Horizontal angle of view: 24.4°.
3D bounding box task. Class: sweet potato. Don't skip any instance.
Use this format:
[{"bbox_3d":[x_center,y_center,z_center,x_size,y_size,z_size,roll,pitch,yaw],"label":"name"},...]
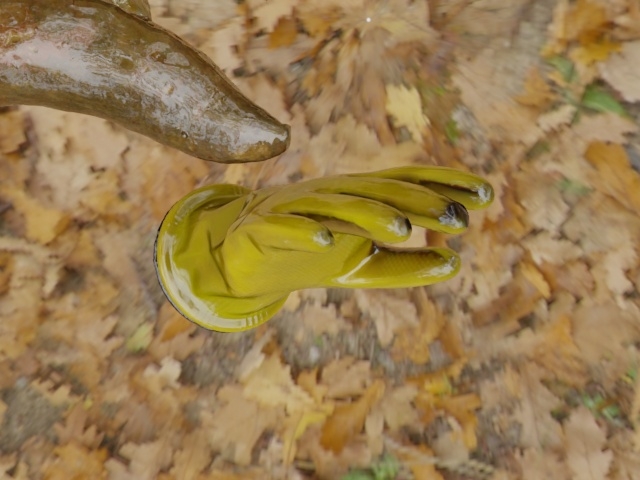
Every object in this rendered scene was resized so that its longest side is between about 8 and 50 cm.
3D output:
[{"bbox_3d":[-0.155,-0.121,1.017,0.292,0.097,0.097,13,99,8],"label":"sweet potato"}]

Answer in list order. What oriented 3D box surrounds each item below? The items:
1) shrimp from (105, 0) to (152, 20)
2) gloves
[{"bbox_3d":[-0.268,-0.327,1.684,0.058,0.173,0.253,-38,62,2],"label":"shrimp"},{"bbox_3d":[-0.001,0.001,1.016,0.133,0.294,0.116,-28,99,-30],"label":"gloves"}]
